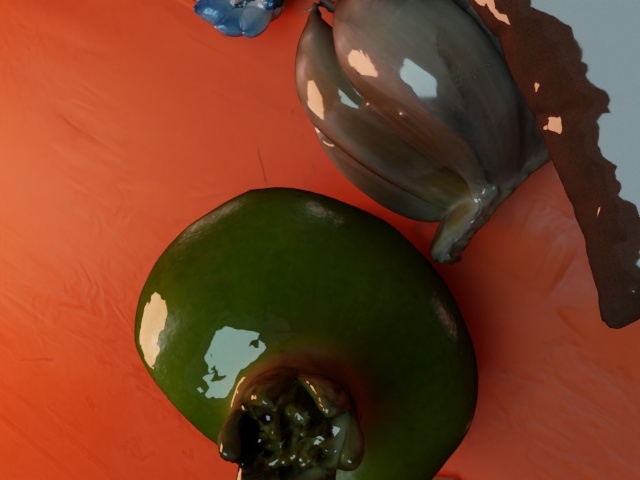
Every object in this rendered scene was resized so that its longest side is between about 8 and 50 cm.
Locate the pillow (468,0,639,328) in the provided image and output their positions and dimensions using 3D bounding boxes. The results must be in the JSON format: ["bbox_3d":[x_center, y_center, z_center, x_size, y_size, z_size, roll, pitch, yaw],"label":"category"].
[{"bbox_3d":[0.280,-0.128,0.559,0.305,0.108,0.307,-24,93,12],"label":"pillow"}]

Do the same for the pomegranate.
[{"bbox_3d":[0.007,0.086,0.690,0.310,0.358,0.216,42,94,-5],"label":"pomegranate"}]

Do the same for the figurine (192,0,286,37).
[{"bbox_3d":[-0.081,-0.248,0.800,0.114,0.079,0.114,-2,79,13],"label":"figurine"}]

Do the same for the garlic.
[{"bbox_3d":[0.101,-0.138,0.716,0.292,0.210,0.237,58,154,0],"label":"garlic"}]

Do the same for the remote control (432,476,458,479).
[{"bbox_3d":[0.113,0.335,0.860,0.088,0.029,0.190,-5,99,29],"label":"remote control"}]
